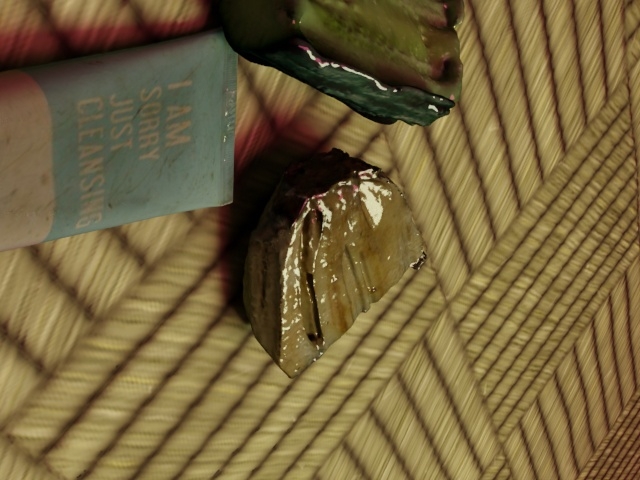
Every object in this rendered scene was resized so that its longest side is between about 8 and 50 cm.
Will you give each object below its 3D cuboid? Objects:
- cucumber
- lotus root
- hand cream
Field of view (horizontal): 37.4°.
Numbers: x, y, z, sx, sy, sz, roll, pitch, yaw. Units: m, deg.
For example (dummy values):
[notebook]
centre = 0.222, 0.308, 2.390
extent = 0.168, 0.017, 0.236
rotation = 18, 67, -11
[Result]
[cucumber]
centre = 0.021, -0.122, 0.583
extent = 0.193, 0.086, 0.115
rotation = 9, 61, -52
[lotus root]
centre = -0.001, -0.003, 0.643
extent = 0.143, 0.070, 0.144
rotation = -36, 142, -24
[hand cream]
centre = -0.140, -0.035, 0.448
extent = 0.312, 0.070, 0.111
rotation = -22, 121, -48
